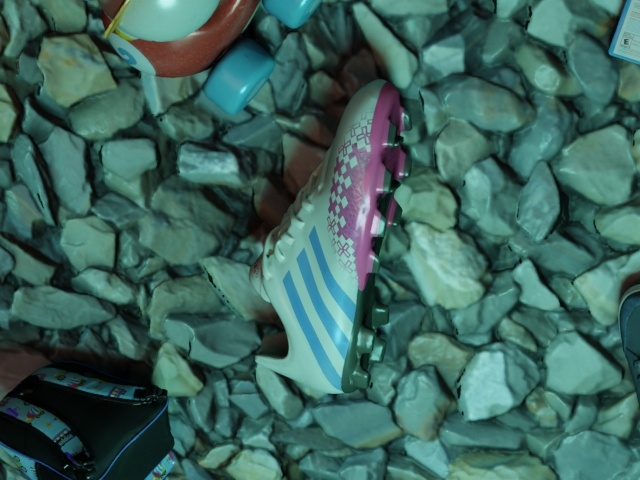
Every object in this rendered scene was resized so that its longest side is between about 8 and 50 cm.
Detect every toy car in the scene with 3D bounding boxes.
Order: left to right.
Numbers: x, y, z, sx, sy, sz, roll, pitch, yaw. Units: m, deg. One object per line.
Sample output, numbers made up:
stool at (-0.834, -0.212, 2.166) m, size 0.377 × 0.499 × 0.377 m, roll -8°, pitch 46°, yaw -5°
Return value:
toy car at (-0.142, -0.221, 1.132) m, size 0.219 × 0.238 × 0.210 m, roll 39°, pitch 117°, yaw 1°

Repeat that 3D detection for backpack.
backpack at (-0.265, 0.216, 1.400) m, size 0.173 × 0.158 × 0.117 m, roll 18°, pitch 134°, yaw 25°

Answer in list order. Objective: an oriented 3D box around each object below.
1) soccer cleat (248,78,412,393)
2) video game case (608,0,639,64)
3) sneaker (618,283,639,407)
soccer cleat at (0.000, 0.000, 1.243) m, size 0.143 × 0.116 × 0.331 m, roll 12°, pitch 115°, yaw 13°
video game case at (0.332, -0.221, 1.102) m, size 0.119 × 0.015 × 0.166 m, roll 20°, pitch 116°, yaw 10°
sneaker at (0.327, 0.162, 1.176) m, size 0.086 × 0.163 × 0.226 m, roll -18°, pitch 103°, yaw 25°
